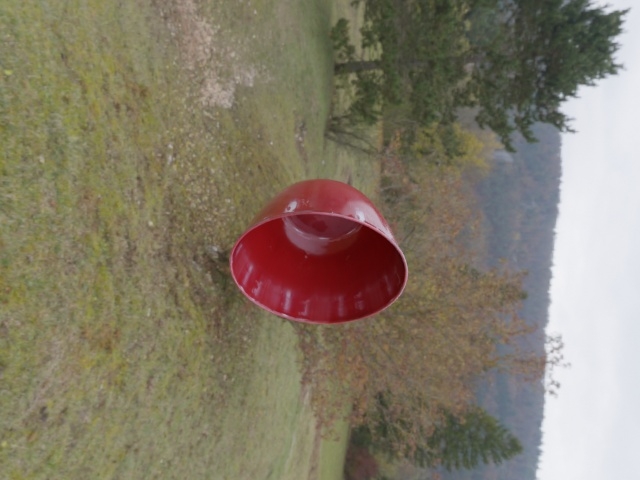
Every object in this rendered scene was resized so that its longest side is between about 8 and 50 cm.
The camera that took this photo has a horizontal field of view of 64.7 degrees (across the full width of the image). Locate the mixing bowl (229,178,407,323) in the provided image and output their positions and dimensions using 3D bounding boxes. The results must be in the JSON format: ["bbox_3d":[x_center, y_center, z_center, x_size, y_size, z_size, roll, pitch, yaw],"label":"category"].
[{"bbox_3d":[0.000,0.000,0.544,0.181,0.181,0.098,76,14,-47],"label":"mixing bowl"}]
